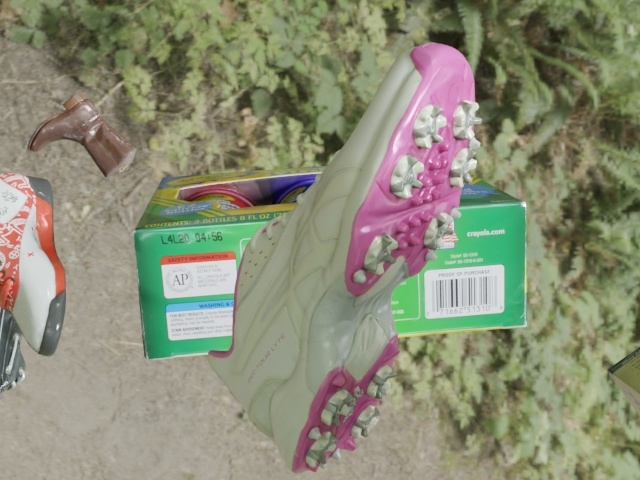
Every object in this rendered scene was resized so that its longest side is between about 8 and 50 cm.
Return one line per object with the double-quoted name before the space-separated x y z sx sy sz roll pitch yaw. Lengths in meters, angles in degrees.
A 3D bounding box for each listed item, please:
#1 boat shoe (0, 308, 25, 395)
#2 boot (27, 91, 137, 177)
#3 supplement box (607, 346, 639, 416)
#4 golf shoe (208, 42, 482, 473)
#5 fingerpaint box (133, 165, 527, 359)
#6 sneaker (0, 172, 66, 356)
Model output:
"boat shoe" -0.480 0.172 1.189 0.119 0.121 0.335 41 40 -46
"boot" -0.302 -0.114 1.043 0.114 0.106 0.037 48 11 -2
"supplement box" 0.206 0.073 0.413 0.083 0.083 0.056 -36 93 4
"golf shoe" 0.003 0.005 0.559 0.115 0.140 0.306 -2 117 -53
"fingerpaint box" 0.000 0.000 1.089 0.444 0.371 0.163 -4 103 -4
"sneaker" -0.383 0.022 0.952 0.144 0.090 0.270 7 43 -31
